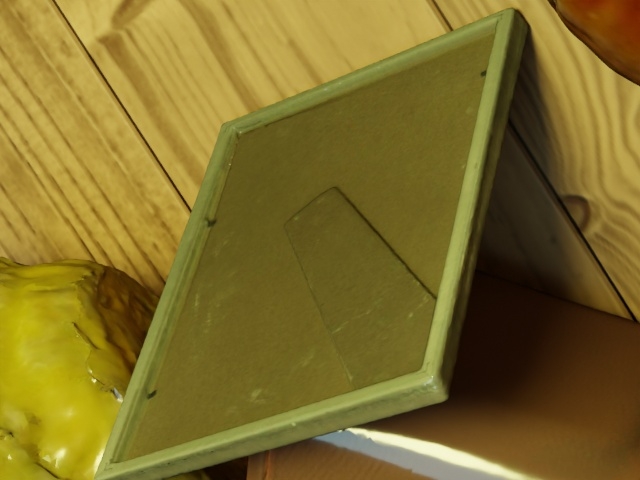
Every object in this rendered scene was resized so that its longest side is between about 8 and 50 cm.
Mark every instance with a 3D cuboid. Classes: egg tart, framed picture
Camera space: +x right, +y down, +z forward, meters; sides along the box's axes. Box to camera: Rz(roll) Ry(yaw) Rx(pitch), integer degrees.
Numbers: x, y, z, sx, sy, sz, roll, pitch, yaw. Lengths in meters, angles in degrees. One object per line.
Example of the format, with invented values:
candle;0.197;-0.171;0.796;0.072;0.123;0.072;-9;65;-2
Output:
egg tart;-0.144;0.147;1.231;0.169;0.388;0.388;-33;94;9
framed picture;0.000;0.000;1.112;0.241;0.324;0.020;-20;126;30

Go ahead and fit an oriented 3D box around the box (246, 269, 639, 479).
box;0.095;0.206;1.191;0.229;0.239;0.339;15;116;17

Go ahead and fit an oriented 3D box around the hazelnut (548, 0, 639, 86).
hazelnut;0.184;-0.176;1.016;0.181;0.181;0.212;-41;73;32
